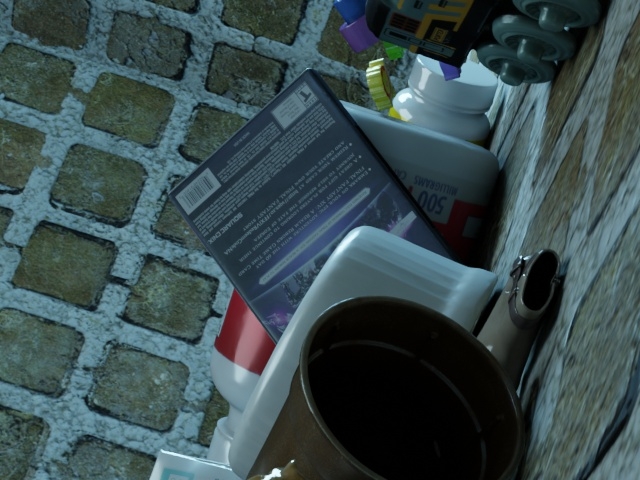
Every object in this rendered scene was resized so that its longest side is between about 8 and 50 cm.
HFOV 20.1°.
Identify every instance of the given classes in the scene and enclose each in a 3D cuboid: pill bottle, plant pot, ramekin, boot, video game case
[{"bbox_3d":[0.020,0.070,1.873,0.229,0.229,0.408,-88,16,-84],"label":"pill bottle"},{"bbox_3d":[0.030,0.153,1.262,0.165,0.167,0.167,-56,12,42],"label":"plant pot"},{"bbox_3d":[0.126,-0.105,2.094,0.119,0.119,0.208,-76,4,-66],"label":"pill bottle"},{"bbox_3d":[0.033,0.121,1.578,0.277,0.135,0.277,-60,-6,-10],"label":"ramekin"},{"bbox_3d":[0.139,0.063,1.289,0.087,0.042,0.118,116,171,-64],"label":"boot"},{"bbox_3d":[0.000,0.000,1.747,0.196,0.274,0.026,-41,-13,16],"label":"video game case"}]

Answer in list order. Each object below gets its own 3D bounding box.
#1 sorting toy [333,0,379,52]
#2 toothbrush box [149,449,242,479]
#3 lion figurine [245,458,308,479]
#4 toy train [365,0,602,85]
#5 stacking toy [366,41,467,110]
[{"bbox_3d":[0.115,-0.312,1.927,0.127,0.126,0.365,-43,14,-34],"label":"sorting toy"},{"bbox_3d":[-0.087,0.367,1.782,0.295,0.126,0.216,56,-132,-56],"label":"toothbrush box"},{"bbox_3d":[-0.044,0.353,1.165,0.240,0.142,0.392,55,132,46],"label":"lion figurine"},{"bbox_3d":[0.147,-0.239,1.587,0.334,0.190,0.142,115,172,-78],"label":"toy train"},{"bbox_3d":[0.143,-0.220,1.981,0.221,0.167,0.052,-74,-33,-63],"label":"stacking toy"}]
